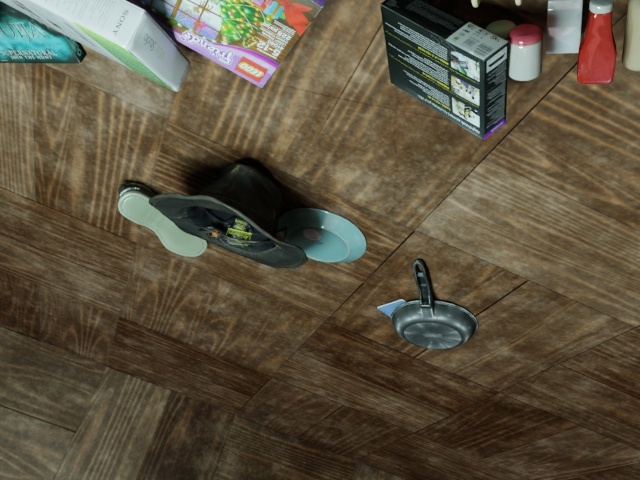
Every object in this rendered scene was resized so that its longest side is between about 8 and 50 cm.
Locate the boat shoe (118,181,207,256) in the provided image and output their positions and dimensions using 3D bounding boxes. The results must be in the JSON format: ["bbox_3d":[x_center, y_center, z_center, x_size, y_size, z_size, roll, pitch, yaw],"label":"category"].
[{"bbox_3d":[-0.331,-0.046,1.452,0.081,0.068,0.228,-42,129,9],"label":"boat shoe"}]

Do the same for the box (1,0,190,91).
[{"bbox_3d":[-0.346,-0.315,0.909,0.322,0.058,0.232,29,-179,2],"label":"box"}]

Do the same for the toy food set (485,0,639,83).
[{"bbox_3d":[0.305,-0.254,0.789,0.232,0.111,0.104,4,136,19],"label":"toy food set"}]

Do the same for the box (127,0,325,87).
[{"bbox_3d":[-0.156,-0.325,0.848,0.293,0.057,0.201,26,154,-16],"label":"box"}]

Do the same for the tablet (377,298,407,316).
[{"bbox_3d":[0.175,0.156,1.566,0.054,0.006,0.083,35,143,-25],"label":"tablet"}]

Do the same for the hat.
[{"bbox_3d":[-0.147,-0.062,1.275,0.331,0.134,0.331,21,166,5],"label":"hat"}]

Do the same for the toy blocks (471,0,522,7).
[{"bbox_3d":[0.243,-0.322,0.767,0.148,0.054,0.123,3,144,21],"label":"toy blocks"}]

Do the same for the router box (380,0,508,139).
[{"bbox_3d":[0.156,-0.225,0.877,0.179,0.046,0.133,42,162,33],"label":"router box"}]

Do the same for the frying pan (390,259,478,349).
[{"bbox_3d":[0.262,0.160,1.498,0.197,0.053,0.326,12,148,0],"label":"frying pan"}]

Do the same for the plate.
[{"bbox_3d":[0.000,0.000,1.399,0.188,0.024,0.188,13,148,8],"label":"plate"}]

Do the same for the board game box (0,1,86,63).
[{"bbox_3d":[-0.491,-0.343,1.114,0.186,0.026,0.126,5,146,20],"label":"board game box"}]
